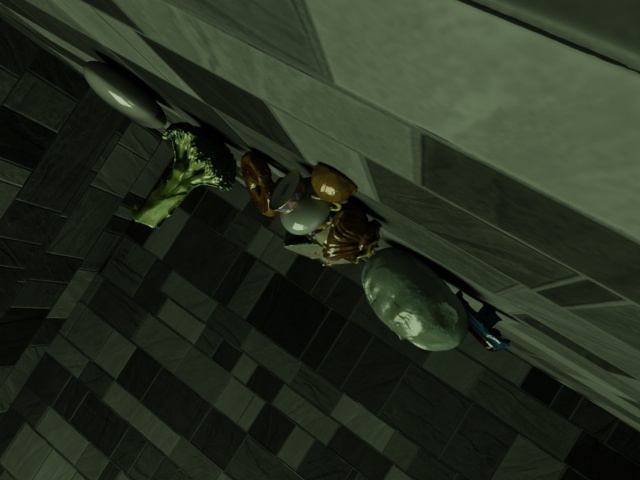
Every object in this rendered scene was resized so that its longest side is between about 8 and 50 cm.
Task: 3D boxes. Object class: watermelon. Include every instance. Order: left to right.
[{"bbox_3d":[0.000,0.000,1.719,0.305,0.180,0.224,23,-167,-48],"label":"watermelon"}]

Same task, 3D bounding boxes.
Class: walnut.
[{"bbox_3d":[0.019,-0.099,0.877,0.091,0.052,0.121,29,180,7],"label":"walnut"}]

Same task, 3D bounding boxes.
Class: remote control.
[{"bbox_3d":[-0.574,-0.427,1.387,0.221,0.103,0.332,39,178,-4],"label":"remote control"}]

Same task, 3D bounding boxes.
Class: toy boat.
[{"bbox_3d":[0.472,0.228,1.377,0.100,0.097,0.223,30,-163,-43],"label":"toy boat"}]

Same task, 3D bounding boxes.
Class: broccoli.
[{"bbox_3d":[-0.431,-0.201,1.426,0.221,0.362,0.251,19,-130,-68],"label":"broccoli"}]

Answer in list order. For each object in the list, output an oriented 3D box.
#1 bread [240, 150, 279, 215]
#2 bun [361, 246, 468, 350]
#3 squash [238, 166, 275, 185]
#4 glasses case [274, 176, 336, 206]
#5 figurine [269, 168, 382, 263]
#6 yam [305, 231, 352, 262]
[{"bbox_3d":[-0.157,-0.153,1.261,0.193,0.064,0.193,55,160,30],"label":"bread"},{"bbox_3d":[0.256,0.176,1.333,0.354,0.194,0.354,46,176,5],"label":"bun"},{"bbox_3d":[-0.227,-0.221,1.901,0.252,0.048,0.252,33,179,1],"label":"squash"},{"bbox_3d":[0.009,-0.074,1.291,0.316,0.075,0.123,34,176,4],"label":"glasses case"},{"bbox_3d":[0.019,-0.043,1.033,0.263,0.142,0.190,34,164,-28],"label":"figurine"},{"bbox_3d":[0.027,-0.033,1.471,0.280,0.131,0.131,33,178,-24],"label":"yam"}]
